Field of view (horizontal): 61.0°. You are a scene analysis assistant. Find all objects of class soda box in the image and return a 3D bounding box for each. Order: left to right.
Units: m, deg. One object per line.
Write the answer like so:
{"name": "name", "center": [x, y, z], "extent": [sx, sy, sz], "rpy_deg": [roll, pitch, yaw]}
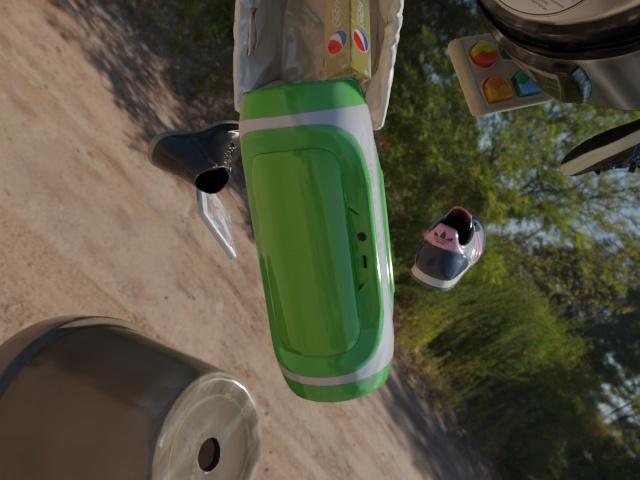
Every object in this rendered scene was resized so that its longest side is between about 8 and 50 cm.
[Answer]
{"name": "soda box", "center": [0.047, -0.362, 0.950], "extent": [0.058, 0.061, 0.181], "rpy_deg": [14, 70, -44]}

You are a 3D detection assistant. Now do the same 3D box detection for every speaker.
{"name": "speaker", "center": [0.000, 0.000, 0.533], "extent": [0.131, 0.131, 0.296], "rpy_deg": [-84, 167, -75]}

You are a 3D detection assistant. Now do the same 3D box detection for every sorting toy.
{"name": "sorting toy", "center": [0.414, -0.388, 1.229], "extent": [0.038, 0.208, 0.193], "rpy_deg": [117, -43, -76]}

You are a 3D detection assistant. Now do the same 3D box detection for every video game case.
{"name": "video game case", "center": [-0.296, -0.072, 1.526], "extent": [0.201, 0.023, 0.183], "rpy_deg": [64, 6, -45]}

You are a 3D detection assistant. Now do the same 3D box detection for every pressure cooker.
{"name": "pressure cooker", "center": [0.391, -0.389, 0.694], "extent": [0.420, 0.370, 0.375], "rpy_deg": [7, 87, -50]}

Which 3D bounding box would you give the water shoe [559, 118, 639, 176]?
{"name": "water shoe", "center": [0.401, -0.107, 0.660], "extent": [0.080, 0.203, 0.073], "rpy_deg": [60, 32, -10]}

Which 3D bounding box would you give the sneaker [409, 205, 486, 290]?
{"name": "sneaker", "center": [0.281, -0.017, 1.088], "extent": [0.112, 0.131, 0.319], "rpy_deg": [23, 30, 16]}

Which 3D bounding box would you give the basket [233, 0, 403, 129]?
{"name": "basket", "center": [0.007, -0.439, 1.179], "extent": [0.266, 0.331, 0.328], "rpy_deg": [-68, 165, -63]}

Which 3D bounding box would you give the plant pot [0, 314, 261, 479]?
{"name": "plant pot", "center": [-0.240, 0.257, 0.698], "extent": [0.323, 0.280, 0.323], "rpy_deg": [12, 76, -59]}

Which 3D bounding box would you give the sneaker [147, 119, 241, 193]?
{"name": "sneaker", "center": [-0.168, -0.135, 0.917], "extent": [0.118, 0.083, 0.222], "rpy_deg": [36, 37, 23]}
